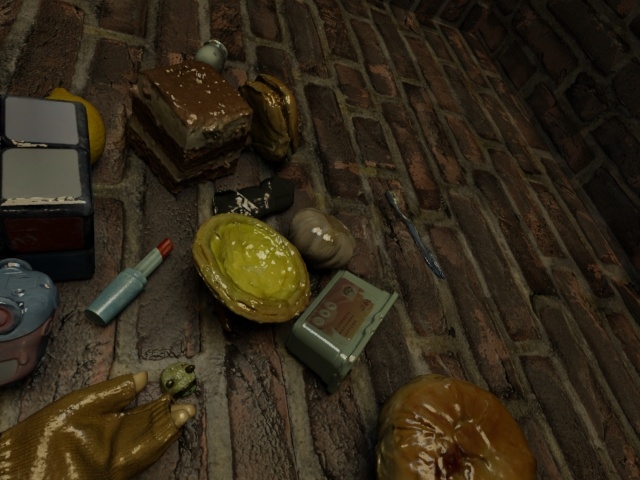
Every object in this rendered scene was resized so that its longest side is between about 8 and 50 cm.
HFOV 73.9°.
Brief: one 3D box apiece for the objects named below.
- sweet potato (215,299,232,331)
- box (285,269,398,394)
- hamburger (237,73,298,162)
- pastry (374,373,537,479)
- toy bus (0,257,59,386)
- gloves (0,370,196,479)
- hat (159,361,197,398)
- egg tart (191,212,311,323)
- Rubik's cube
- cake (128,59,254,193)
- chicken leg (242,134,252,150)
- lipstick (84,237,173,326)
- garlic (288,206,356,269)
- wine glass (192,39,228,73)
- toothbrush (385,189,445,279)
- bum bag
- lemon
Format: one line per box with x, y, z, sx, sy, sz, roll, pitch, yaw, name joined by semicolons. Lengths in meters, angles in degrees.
-0.259;0.158;1.122;0.044;0.044;0.179;-1;55;-28;sweet potato
0.053;0.227;1.158;0.183;0.175;0.312;33;47;11;box
-0.166;-0.409;1.442;0.145;0.283;0.259;-27;50;-29;hamburger
0.299;0.520;1.000;0.410;0.245;0.409;12;51;-15;pastry
-0.652;0.178;0.792;0.294;0.231;0.197;-5;23;-28;toy bus
-0.417;0.375;0.802;0.357;0.155;0.203;-14;55;-17;gloves
-0.321;0.312;0.965;0.077;0.059;0.076;-12;58;-28;hat
-0.188;0.086;1.118;0.346;0.132;0.345;27;34;-20;egg tart
-0.672;-0.100;0.921;0.316;0.318;0.313;-4;60;-29;Rubik's cube
-0.386;-0.336;1.268;0.282;0.290;0.256;48;50;8;cake
-0.315;-0.386;1.486;0.198;0.085;0.069;52;16;24;chicken leg
-0.457;0.091;1.057;0.068;0.061;0.274;32;48;0;lipstick
-0.003;-0.002;1.297;0.228;0.152;0.228;32;15;-10;garlic
-0.423;-0.674;1.615;0.111;0.111;0.204;20;48;-13;wine glass
0.349;-0.030;1.581;0.042;0.035;0.413;-8;60;-35;toothbrush
-0.205;-0.132;1.343;0.326;0.079;0.142;-28;75;-40;bum bag
-0.682;-0.292;1.152;0.187;0.187;0.243;-7;91;-31;lemon
